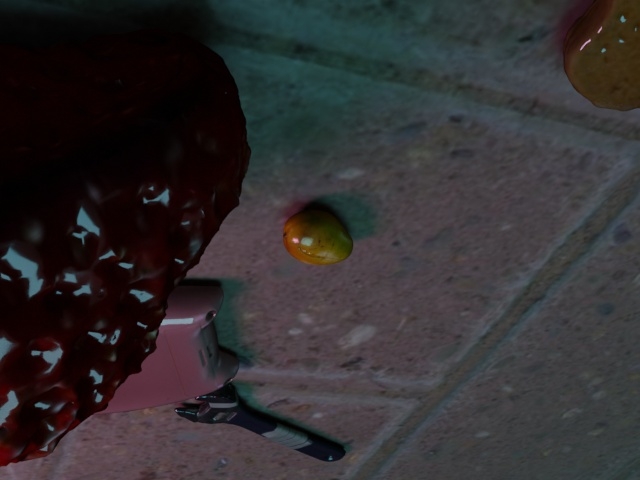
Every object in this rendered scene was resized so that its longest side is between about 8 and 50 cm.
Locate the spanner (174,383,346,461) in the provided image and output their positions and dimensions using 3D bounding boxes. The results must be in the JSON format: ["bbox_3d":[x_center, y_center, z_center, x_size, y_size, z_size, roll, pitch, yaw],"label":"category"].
[{"bbox_3d":[-0.072,0.262,1.197,0.087,0.024,0.316,-30,139,24],"label":"spanner"}]

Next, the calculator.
[{"bbox_3d":[-0.262,0.136,0.974,0.329,0.048,0.220,-7,143,-2],"label":"calculator"}]

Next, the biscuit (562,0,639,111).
[{"bbox_3d":[0.329,-0.270,0.587,0.368,0.076,0.394,-11,141,18],"label":"biscuit"}]

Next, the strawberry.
[{"bbox_3d":[-0.204,-0.012,0.637,0.345,0.317,0.295,-27,110,-5],"label":"strawberry"}]

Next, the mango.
[{"bbox_3d":[0.000,0.000,0.873,0.060,0.046,0.089,-38,138,28],"label":"mango"}]
